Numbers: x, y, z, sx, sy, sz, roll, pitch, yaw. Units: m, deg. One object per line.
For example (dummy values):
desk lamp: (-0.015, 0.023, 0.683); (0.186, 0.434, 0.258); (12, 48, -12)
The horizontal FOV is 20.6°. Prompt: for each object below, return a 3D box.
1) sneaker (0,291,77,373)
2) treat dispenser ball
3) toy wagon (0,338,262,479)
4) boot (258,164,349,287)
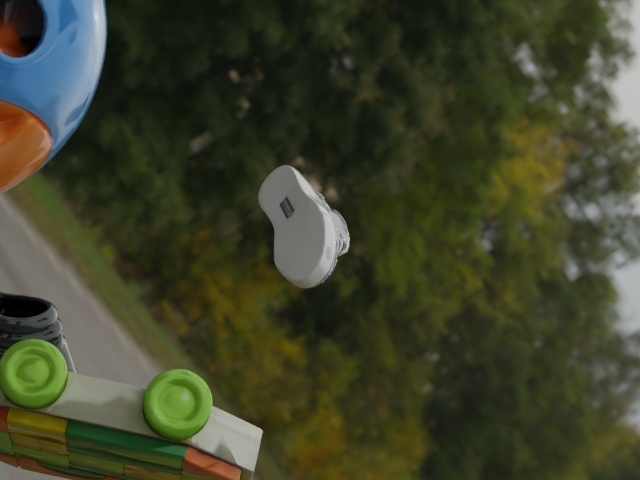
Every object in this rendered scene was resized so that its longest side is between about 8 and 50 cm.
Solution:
sneaker: (-0.381, 0.124, 1.726); (0.104, 0.296, 0.147); (-129, -146, -71)
treat dispenser ball: (-0.303, -0.163, 1.310); (0.288, 0.288, 0.288); (58, -2, 4)
toy wagon: (-0.225, 0.155, 1.521); (0.267, 0.344, 0.068); (108, -7, -70)
boot: (0.000, 0.000, 1.698); (0.086, 0.069, 0.190); (39, 18, -29)
